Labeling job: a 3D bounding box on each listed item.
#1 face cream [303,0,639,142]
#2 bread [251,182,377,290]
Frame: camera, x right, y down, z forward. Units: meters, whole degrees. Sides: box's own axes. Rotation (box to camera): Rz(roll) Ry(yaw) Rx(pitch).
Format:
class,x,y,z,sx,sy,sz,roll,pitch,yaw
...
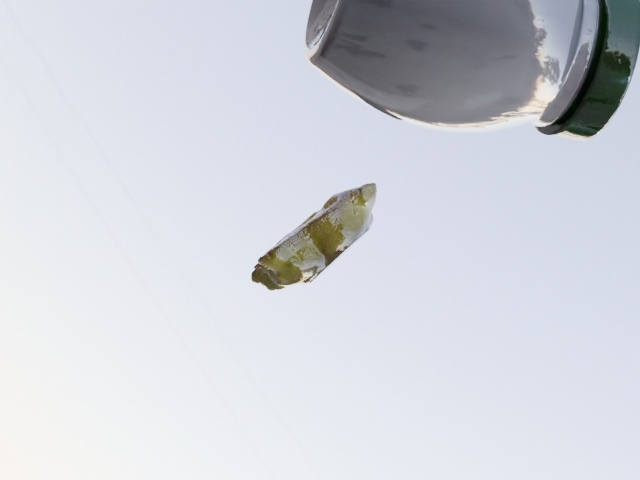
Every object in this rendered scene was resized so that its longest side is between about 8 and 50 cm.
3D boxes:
class,x,y,z,sx,sy,sz,roll,pitch,yaw
face cream,0.177,-0.253,1.512,0.312,0.357,0.219,124,-26,-56
bread,0.000,0.000,2.007,0.088,0.233,0.161,51,-14,-2
